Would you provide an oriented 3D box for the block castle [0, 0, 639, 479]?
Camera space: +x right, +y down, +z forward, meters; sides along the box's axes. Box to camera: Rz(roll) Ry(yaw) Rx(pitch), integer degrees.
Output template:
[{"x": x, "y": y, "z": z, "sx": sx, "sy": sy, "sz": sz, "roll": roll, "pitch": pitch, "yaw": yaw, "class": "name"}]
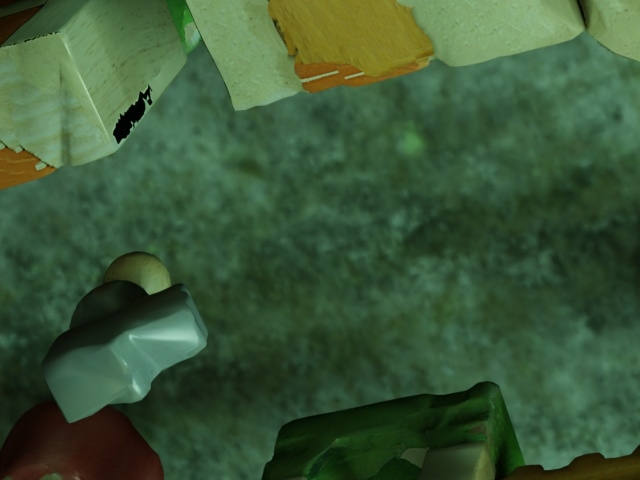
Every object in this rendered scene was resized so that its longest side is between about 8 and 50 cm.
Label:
[{"x": 0.000, "y": 0.000, "z": 0.823, "sx": 0.453, "sy": 0.213, "sz": 0.303, "roll": -14, "pitch": 112, "yaw": 20, "class": "block castle"}]
